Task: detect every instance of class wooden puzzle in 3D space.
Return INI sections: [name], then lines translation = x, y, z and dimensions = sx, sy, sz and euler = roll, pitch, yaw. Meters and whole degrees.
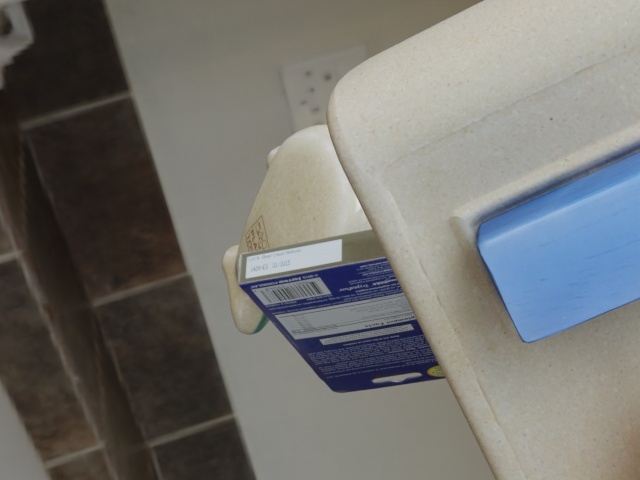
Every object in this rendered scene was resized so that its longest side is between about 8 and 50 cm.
[wooden puzzle]
translation = 0.207, 0.023, 0.447
dimensions = 0.348, 0.322, 0.080
euler = 65, 14, -2

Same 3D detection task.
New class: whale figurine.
[whale figurine]
translation = 0.000, 0.000, 1.117
dimensions = 0.272, 0.141, 0.216
euler = -44, -127, 44

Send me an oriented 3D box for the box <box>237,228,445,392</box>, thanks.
[box]
translation = 0.037, 0.065, 0.925
dimensions = 0.225, 0.136, 0.036
euler = 57, 28, -52
